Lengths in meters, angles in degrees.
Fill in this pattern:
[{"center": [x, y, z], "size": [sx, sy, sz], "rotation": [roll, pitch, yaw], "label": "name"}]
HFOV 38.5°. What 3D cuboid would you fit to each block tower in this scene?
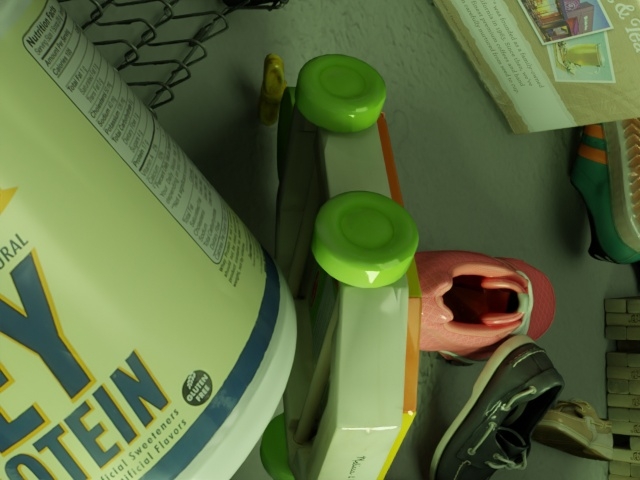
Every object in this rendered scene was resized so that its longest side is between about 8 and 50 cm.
[{"center": [0.420, 0.239, 1.146], "size": [0.097, 0.091, 0.335], "rotation": [0, 88, -43], "label": "block tower"}]

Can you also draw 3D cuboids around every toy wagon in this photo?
[{"center": [0.000, 0.000, 0.644], "size": [0.068, 0.267, 0.344], "rotation": [2, 51, -11], "label": "toy wagon"}]

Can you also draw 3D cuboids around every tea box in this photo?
[{"center": [0.272, -0.342, 0.940], "size": [0.329, 0.220, 0.323], "rotation": [51, 55, -29], "label": "tea box"}]

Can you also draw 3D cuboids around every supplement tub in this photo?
[{"center": [-0.188, -0.005, 0.468], "size": [0.325, 0.235, 0.235], "rotation": [51, 56, -29], "label": "supplement tub"}]

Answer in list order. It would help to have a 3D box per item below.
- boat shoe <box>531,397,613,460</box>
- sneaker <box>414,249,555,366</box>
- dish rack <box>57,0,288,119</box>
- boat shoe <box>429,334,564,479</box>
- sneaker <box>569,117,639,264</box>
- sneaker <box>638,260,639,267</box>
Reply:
[{"center": [0.287, 0.209, 1.043], "size": [0.170, 0.063, 0.059], "rotation": [32, 64, -49], "label": "boat shoe"}, {"center": [0.154, 0.068, 0.864], "size": [0.314, 0.136, 0.115], "rotation": [4, 85, -44], "label": "sneaker"}, {"center": [-0.151, -0.174, 0.624], "size": [0.208, 0.074, 0.271], "rotation": [49, 57, -30], "label": "dish rack"}, {"center": [0.164, 0.187, 0.859], "size": [0.075, 0.065, 0.206], "rotation": [-3, 124, -39], "label": "boat shoe"}, {"center": [0.348, -0.118, 1.089], "size": [0.108, 0.121, 0.302], "rotation": [11, 70, -19], "label": "sneaker"}, {"center": [0.445, 0.034, 1.205], "size": [0.170, 0.051, 0.089], "rotation": [18, 69, -46], "label": "sneaker"}]
